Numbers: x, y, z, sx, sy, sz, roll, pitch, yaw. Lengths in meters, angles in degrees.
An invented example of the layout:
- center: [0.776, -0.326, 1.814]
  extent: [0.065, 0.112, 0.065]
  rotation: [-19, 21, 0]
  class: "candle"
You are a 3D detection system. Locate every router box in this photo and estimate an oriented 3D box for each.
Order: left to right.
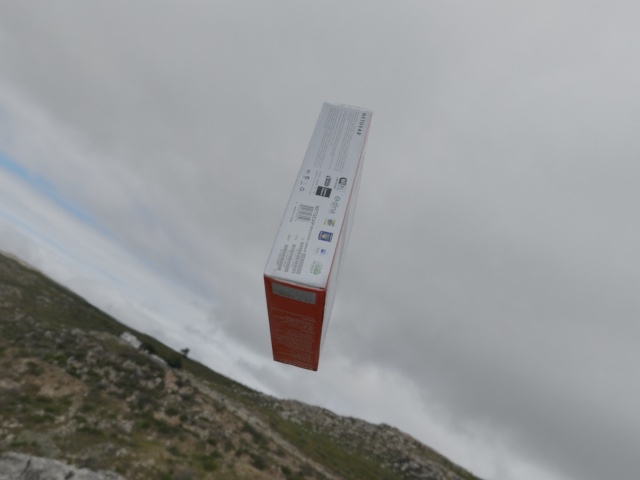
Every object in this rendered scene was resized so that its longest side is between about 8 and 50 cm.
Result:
- center: [0.000, 0.000, 0.779]
  extent: [0.082, 0.336, 0.301]
  rotation: [12, -33, 5]
  class: "router box"
